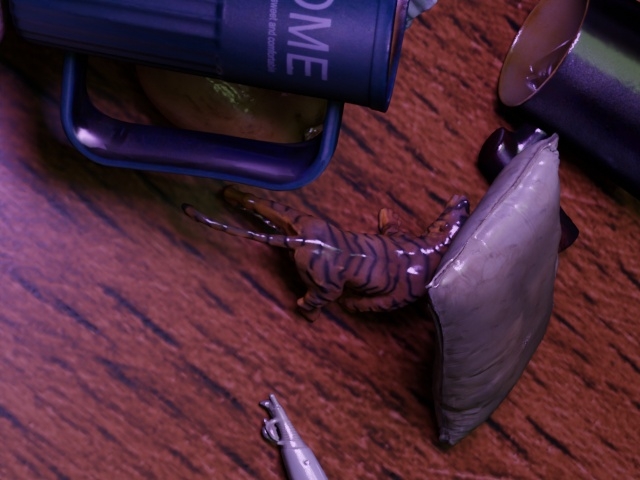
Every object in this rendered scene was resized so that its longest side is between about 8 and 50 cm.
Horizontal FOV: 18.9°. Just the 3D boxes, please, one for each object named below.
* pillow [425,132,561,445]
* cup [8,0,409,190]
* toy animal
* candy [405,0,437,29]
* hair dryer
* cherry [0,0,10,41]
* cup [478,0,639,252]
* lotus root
[{"bbox_3d":[0.152,0.051,1.669,0.075,0.302,0.185,30,67,21],"label":"pillow"},{"bbox_3d":[-0.075,-0.221,1.477,0.292,0.308,0.242,10,54,3],"label":"cup"},{"bbox_3d":[0.001,0.008,1.657,0.255,0.116,0.114,7,82,-26],"label":"toy animal"},{"bbox_3d":[0.073,-0.400,1.700,0.263,0.172,0.398,42,60,-15],"label":"candy"},{"bbox_3d":[-0.032,0.253,1.662,0.206,0.075,0.237,-14,85,-21],"label":"hair dryer"},{"bbox_3d":[-0.365,-0.224,1.434,0.307,0.221,0.261,-13,94,-10],"label":"cherry"},{"bbox_3d":[0.263,-0.112,1.775,0.177,0.166,0.239,29,73,-19],"label":"cup"},{"bbox_3d":[-0.084,-0.149,1.622,0.221,0.118,0.125,40,71,-16],"label":"lotus root"}]
